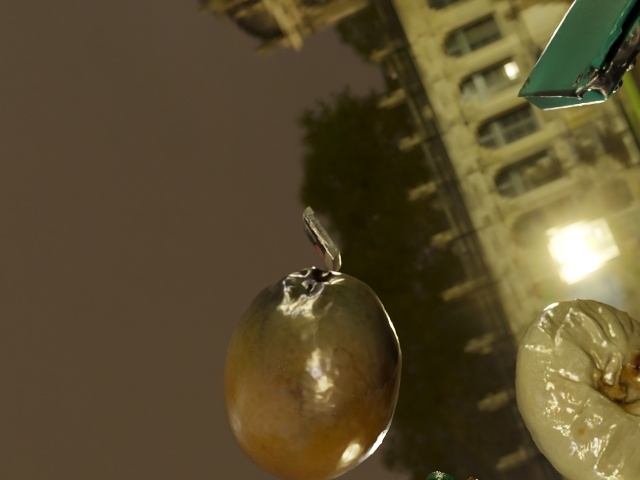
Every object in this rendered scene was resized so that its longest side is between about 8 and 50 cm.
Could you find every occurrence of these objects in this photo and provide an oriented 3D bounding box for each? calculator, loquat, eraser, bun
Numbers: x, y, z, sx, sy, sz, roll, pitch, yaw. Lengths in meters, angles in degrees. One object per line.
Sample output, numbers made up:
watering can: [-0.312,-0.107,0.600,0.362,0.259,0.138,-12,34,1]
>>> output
calculator: [0.346,-0.264,1.609,0.058,0.274,0.248,32,177,-9]
loquat: [-0.007,0.130,1.320,0.227,0.179,0.179,103,159,-49]
eraser: [0.000,0.000,1.530,0.099,0.019,0.027,-124,21,-46]
bun: [0.317,0.163,1.516,0.222,0.127,0.222,16,-115,-37]

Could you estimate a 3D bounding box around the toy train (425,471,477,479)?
toy train: [0.141,0.320,1.396,0.136,0.091,0.227,30,149,14]
